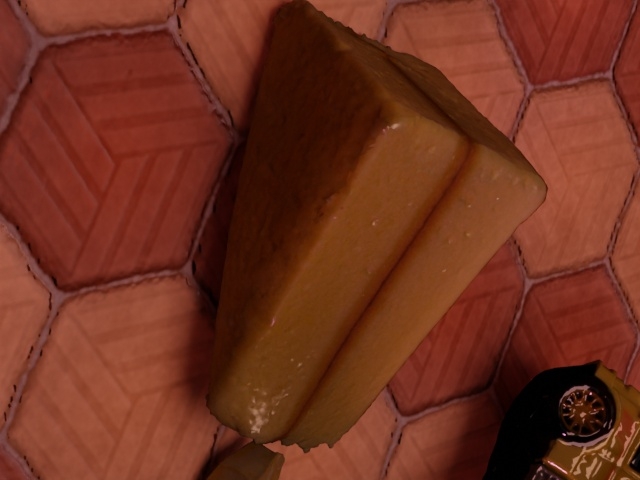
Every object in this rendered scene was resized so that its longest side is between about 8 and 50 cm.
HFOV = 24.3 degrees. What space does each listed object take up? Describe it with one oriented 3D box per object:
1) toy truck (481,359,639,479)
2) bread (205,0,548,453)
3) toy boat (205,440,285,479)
[{"bbox_3d":[0.247,0.342,1.590,0.254,0.180,0.405,33,74,-3],"label":"toy truck"},{"bbox_3d":[0.000,0.000,1.417,0.233,0.245,0.361,20,111,-43],"label":"bread"},{"bbox_3d":[-0.090,0.271,1.416,0.172,0.065,0.066,-62,151,-7],"label":"toy boat"}]
